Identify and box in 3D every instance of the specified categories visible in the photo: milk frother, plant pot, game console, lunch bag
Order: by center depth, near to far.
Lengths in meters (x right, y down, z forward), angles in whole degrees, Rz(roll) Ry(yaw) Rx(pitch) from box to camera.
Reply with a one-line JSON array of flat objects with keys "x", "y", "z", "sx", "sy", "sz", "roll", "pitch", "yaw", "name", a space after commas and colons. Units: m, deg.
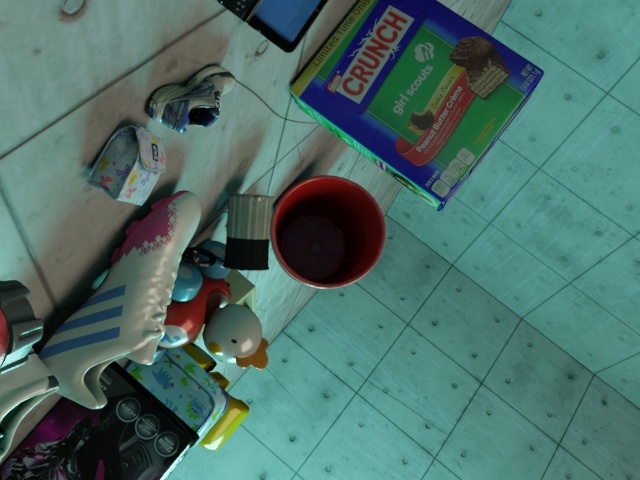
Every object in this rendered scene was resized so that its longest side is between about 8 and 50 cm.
[{"x": -0.040, "y": -0.287, "z": 0.667, "sx": 0.122, "sy": 0.071, "sz": 0.107, "roll": -54, "pitch": 171, "yaw": 12, "name": "game console"}, {"x": -0.210, "y": -0.086, "z": 0.679, "sx": 0.083, "sy": 0.053, "sz": 0.071, "roll": -61, "pitch": 172, "yaw": 1, "name": "lunch bag"}, {"x": -0.165, "y": -0.018, "z": 1.071, "sx": 0.143, "sy": 0.129, "sz": 0.134, "roll": 0, "pitch": 95, "yaw": -44, "name": "milk frother"}, {"x": -0.317, "y": 0.327, "z": 1.256, "sx": 0.176, "sy": 0.219, "sz": 0.090, "roll": -54, "pitch": 164, "yaw": 5, "name": "lunch bag"}, {"x": 0.000, "y": 0.000, "z": 1.496, "sx": 0.275, "sy": 0.275, "sz": 0.243, "roll": -49, "pitch": 180, "yaw": -15, "name": "plant pot"}]

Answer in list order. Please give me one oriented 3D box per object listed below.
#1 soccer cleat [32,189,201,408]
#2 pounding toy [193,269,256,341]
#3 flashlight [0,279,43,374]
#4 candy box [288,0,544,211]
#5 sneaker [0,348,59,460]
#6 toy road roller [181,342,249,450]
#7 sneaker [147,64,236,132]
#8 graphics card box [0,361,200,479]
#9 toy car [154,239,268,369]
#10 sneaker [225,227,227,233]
[{"x": -0.253, "y": 0.086, "z": 0.850, "sx": 0.331, "sy": 0.143, "sz": 0.116, "roll": -51, "pitch": 171, "yaw": -4, "name": "soccer cleat"}, {"x": -0.240, "y": 0.141, "z": 1.346, "sx": 0.181, "sy": 0.094, "sz": 0.206, "roll": -41, "pitch": 158, "yaw": -27, "name": "pounding toy"}, {"x": -0.365, "y": 0.099, "z": 0.476, "sx": 0.103, "sy": 0.103, "sz": 0.304, "roll": -51, "pitch": 173, "yaw": 15, "name": "flashlight"}, {"x": 0.156, "y": -0.250, "z": 1.010, "sx": 0.268, "sy": 0.317, "sz": 0.122, "roll": -53, "pitch": 170, "yaw": -1, "name": "candy box"}, {"x": -0.435, "y": 0.245, "z": 0.731, "sx": 0.258, "sy": 0.091, "sz": 0.094, "roll": -49, "pitch": 171, "yaw": -15, "name": "sneaker"}, {"x": -0.314, "y": 0.399, "z": 1.492, "sx": 0.202, "sy": 0.240, "sz": 0.329, "roll": -51, "pitch": 171, "yaw": -7, "name": "toy road roller"}, {"x": -0.139, "y": -0.161, "z": 0.713, "sx": 0.135, "sy": 0.058, "sz": 0.052, "roll": -44, "pitch": 169, "yaw": -43, "name": "sneaker"}, {"x": -0.422, "y": 0.423, "z": 1.063, "sx": 0.371, "sy": 0.233, "sz": 0.094, "roll": -49, "pitch": 171, "yaw": -12, "name": "graphics card box"}, {"x": -0.201, "y": 0.167, "z": 1.137, "sx": 0.219, "sy": 0.238, "sz": 0.210, "roll": -57, "pitch": 170, "yaw": 30, "name": "toy car"}, {"x": -0.135, "y": -0.043, "z": 1.237, "sx": 0.070, "sy": 0.051, "sz": 0.134, "roll": -50, "pitch": 169, "yaw": 24, "name": "sneaker"}]
